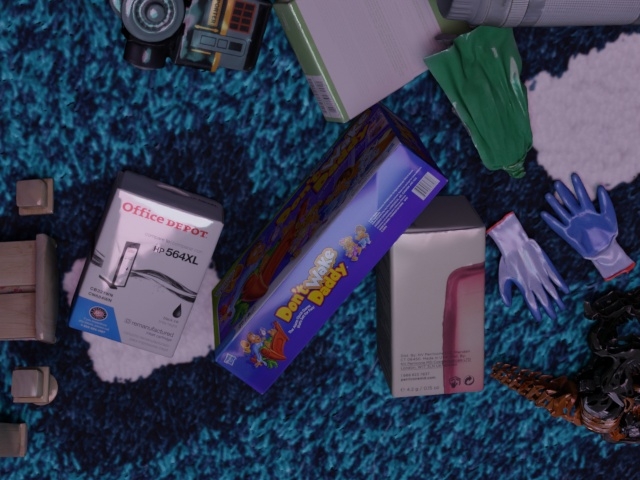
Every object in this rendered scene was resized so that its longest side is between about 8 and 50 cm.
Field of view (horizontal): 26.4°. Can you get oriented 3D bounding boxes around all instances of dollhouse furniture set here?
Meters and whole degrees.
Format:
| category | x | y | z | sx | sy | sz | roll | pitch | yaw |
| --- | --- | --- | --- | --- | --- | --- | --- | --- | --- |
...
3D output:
| category | x | y | z | sx | sy | sz | roll | pitch | yaw |
| --- | --- | --- | --- | --- | --- | --- | --- | --- | --- |
| dollhouse furniture set | -0.484 | 0.109 | 1.816 | 0.303 | 0.174 | 0.356 | -1 | 80 | 8 |

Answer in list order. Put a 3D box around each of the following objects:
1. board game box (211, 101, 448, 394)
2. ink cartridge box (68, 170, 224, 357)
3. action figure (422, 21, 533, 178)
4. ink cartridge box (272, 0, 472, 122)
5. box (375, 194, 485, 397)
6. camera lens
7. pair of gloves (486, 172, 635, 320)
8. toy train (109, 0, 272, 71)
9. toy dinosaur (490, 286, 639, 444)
| category | x | y | z | sx | sy | sz | roll | pitch | yaw |
| --- | --- | --- | --- | --- | --- | --- | --- | --- | --- |
| board game box | 0.000 | 0.000 | 1.723 | 0.078 | 0.233 | 0.347 | 37 | 101 | -16 |
| ink cartridge box | -0.228 | 0.030 | 1.788 | 0.148 | 0.086 | 0.203 | 18 | 107 | -11 |
| action figure | 0.220 | -0.175 | 1.770 | 0.137 | 0.063 | 0.232 | -30 | 119 | -9 |
| ink cartridge box | 0.076 | -0.279 | 1.732 | 0.235 | 0.056 | 0.171 | -34 | 111 | -20 |
| box | 0.143 | 0.071 | 1.806 | 0.126 | 0.148 | 0.232 | -3 | 110 | -5 |
| camera lens | 0.283 | -0.366 | 1.632 | 0.274 | 0.219 | 0.219 | -2 | 109 | -5 |
| pair of gloves | 0.319 | 0.012 | 1.850 | 0.198 | 0.023 | 0.159 | -32 | 92 | 2 |
| toy train | -0.137 | -0.359 | 1.645 | 0.190 | 0.142 | 0.334 | 9 | 106 | -22 |
| toy dinosaur | 0.407 | 0.201 | 1.886 | 0.322 | 0.164 | 0.218 | -6 | 127 | -24 |
